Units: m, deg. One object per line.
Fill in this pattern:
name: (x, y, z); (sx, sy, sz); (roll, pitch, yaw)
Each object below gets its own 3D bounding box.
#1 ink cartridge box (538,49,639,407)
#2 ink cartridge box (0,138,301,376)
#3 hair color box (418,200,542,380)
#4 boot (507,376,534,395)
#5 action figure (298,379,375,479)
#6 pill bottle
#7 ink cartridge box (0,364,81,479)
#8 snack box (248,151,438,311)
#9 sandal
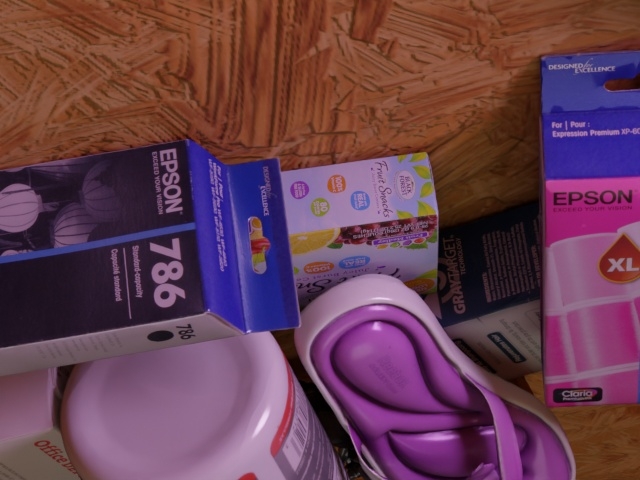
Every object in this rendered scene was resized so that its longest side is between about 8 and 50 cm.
ink cartridge box: (0.276, -0.001, 1.566); (0.175, 0.069, 0.371); (-2, 131, 5)
ink cartridge box: (-0.190, 0.014, 1.497); (0.332, 0.165, 0.065); (-10, 154, 1)
hair color box: (0.193, 0.051, 1.768); (0.347, 0.105, 0.174); (-18, 151, 18)
boot: (0.126, 0.230, 2.000); (0.104, 0.211, 0.295); (11, 149, -34)
action figure: (0.017, 0.202, 1.948); (0.185, 0.099, 0.285); (18, 175, -43)
pill bottle: (-0.087, 0.228, 1.726); (0.210, 0.210, 0.363); (-13, 143, 9)
ink cartridge box: (-0.330, 0.151, 1.733); (0.232, 0.168, 0.171); (-13, 154, 10)
snack box: (0.000, 0.000, 1.640); (0.207, 0.070, 0.174); (-7, 155, -1)
sandal: (0.109, 0.186, 1.717); (0.169, 0.102, 0.416); (-35, 131, 15)
